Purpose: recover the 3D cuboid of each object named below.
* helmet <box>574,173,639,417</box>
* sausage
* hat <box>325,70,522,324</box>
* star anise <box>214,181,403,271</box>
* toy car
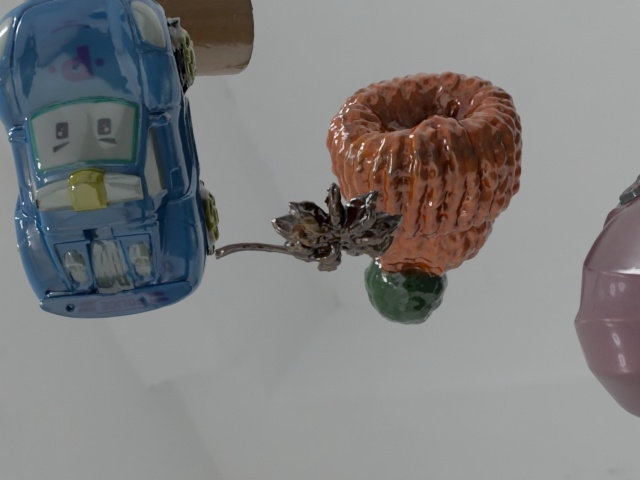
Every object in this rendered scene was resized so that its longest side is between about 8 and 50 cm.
[{"bbox_3d":[0.352,0.072,1.215,0.197,0.338,0.271,-33,-82,-38],"label":"helmet"},{"bbox_3d":[-0.212,-0.243,1.513,0.253,0.123,0.123,-7,-93,-25],"label":"sausage"},{"bbox_3d":[0.164,-0.033,1.984,0.285,0.285,0.400,-46,-44,-51],"label":"hat"},{"bbox_3d":[-0.002,-0.001,1.716,0.177,0.234,0.073,19,-120,-35],"label":"star anise"},{"bbox_3d":[-0.204,-0.077,1.204,0.166,0.198,0.314,-94,-2,-69],"label":"toy car"}]
